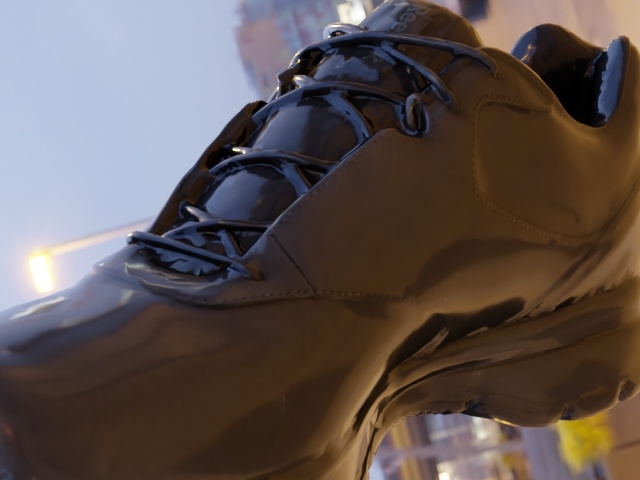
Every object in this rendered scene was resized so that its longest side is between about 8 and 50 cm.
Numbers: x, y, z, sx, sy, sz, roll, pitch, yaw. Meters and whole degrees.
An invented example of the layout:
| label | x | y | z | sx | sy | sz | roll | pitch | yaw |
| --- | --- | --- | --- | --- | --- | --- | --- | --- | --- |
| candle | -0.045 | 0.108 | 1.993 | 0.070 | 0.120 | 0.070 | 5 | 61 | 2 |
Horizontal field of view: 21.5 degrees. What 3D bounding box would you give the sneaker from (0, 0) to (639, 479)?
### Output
| label | x | y | z | sx | sy | sz | roll | pitch | yaw |
| --- | --- | --- | --- | --- | --- | --- | --- | --- | --- |
| sneaker | 0.000 | 0.000 | 0.469 | 0.286 | 0.109 | 0.130 | -18 | -62 | -50 |
